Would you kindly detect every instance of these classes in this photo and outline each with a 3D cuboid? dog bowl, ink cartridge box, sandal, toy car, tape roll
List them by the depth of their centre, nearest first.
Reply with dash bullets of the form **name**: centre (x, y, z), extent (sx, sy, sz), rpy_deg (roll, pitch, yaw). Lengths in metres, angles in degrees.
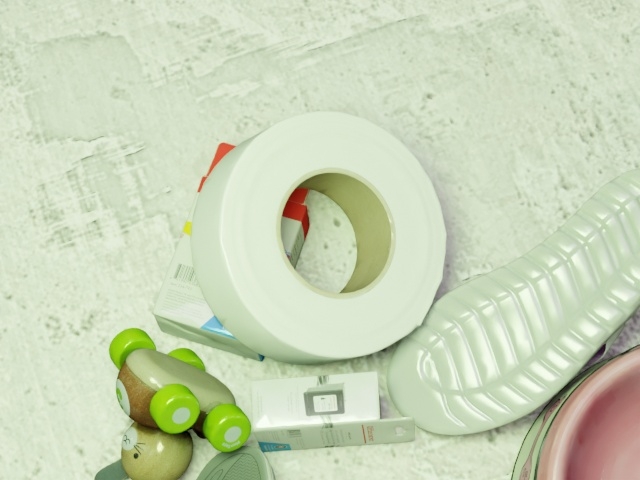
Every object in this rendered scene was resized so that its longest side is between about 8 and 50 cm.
- **dog bowl**: centre (0.410, 0.287, 1.750), extent (0.408, 0.150, 0.408), rpy_deg (-1, 69, 3)
- **toy car**: centre (-0.196, 0.225, 1.833), extent (0.188, 0.149, 0.155), rpy_deg (-57, 39, 9)
- **ink cartridge box**: centre (0.016, 0.194, 1.838), extent (0.180, 0.104, 0.060), rpy_deg (-4, 68, 2)
- **tape roll**: centre (0.000, 0.000, 1.848), extent (0.286, 0.100, 0.286), rpy_deg (5, 78, -25)
- **sandal**: centre (0.268, 0.087, 1.855), extent (0.416, 0.102, 0.169), rpy_deg (-37, 67, 9)
- **ink cartridge box**: centre (-0.096, 0.012, 1.928), extent (0.134, 0.078, 0.231), rpy_deg (17, 72, 9)

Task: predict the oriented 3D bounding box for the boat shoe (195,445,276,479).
- **boat shoe**: centre (-0.090, 0.388, 1.787), extent (0.118, 0.103, 0.320), rpy_deg (-12, 62, 20)
